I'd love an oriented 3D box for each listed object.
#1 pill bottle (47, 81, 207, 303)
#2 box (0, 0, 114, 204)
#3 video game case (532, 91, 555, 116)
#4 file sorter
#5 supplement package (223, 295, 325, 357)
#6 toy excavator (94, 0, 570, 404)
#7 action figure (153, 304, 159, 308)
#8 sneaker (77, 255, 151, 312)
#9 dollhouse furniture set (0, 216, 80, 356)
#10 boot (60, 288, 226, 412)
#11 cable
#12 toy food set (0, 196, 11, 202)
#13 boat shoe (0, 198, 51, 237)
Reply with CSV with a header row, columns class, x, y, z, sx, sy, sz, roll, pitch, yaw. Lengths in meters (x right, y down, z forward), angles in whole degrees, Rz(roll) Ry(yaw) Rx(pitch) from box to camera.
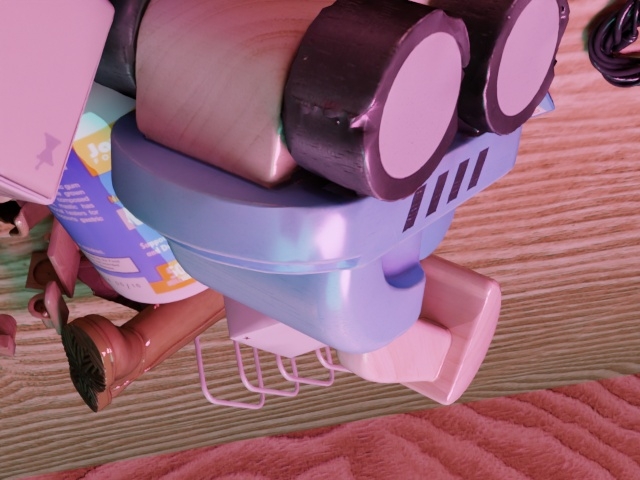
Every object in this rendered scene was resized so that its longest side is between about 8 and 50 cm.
class,x,y,z,sx,sy,sz,roll,pitch,yaw
pill bottle,-0.157,-0.090,0.725,0.152,0.152,0.272,-16,135,11
box,-0.287,-0.117,0.528,0.311,0.121,0.148,11,169,23
video game case,0.165,-0.141,1.064,0.166,0.015,0.119,-19,159,18
file sorter,-0.032,0.132,1.466,0.277,0.173,0.193,-21,159,22
supplement package,0.000,0.000,1.078,0.194,0.203,0.149,-18,159,19
toy excavator,0.029,-0.008,0.741,0.433,0.222,0.445,-29,136,-49
action figure,-0.165,0.008,1.015,0.091,0.139,0.280,-20,-173,1
sneaker,-0.267,0.055,1.308,0.071,0.066,0.188,0,159,17
dollhouse furniture set,-0.378,0.053,1.138,0.151,0.144,0.123,4,154,-2
boot,-0.197,0.089,1.245,0.269,0.089,0.236,-36,171,-26
cable,0.339,-0.202,0.951,0.150,0.047,0.184,1,157,-31
toy food set,-0.202,-0.126,0.840,0.217,0.071,0.128,-16,134,5
boat shoe,-0.291,-0.045,0.948,0.257,0.095,0.095,-6,159,-16
